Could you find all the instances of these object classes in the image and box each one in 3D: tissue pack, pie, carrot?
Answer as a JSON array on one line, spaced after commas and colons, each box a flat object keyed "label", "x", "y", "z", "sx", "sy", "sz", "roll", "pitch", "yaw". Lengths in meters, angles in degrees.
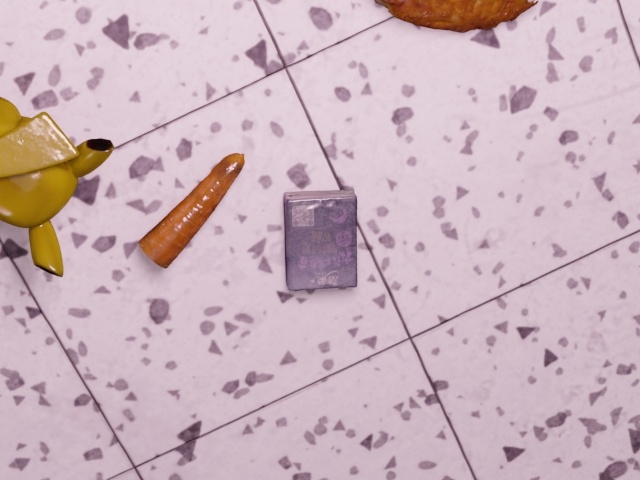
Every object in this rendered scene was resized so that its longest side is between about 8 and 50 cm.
[{"label": "tissue pack", "x": 0.000, "y": 0.000, "z": 1.994, "sx": 0.112, "sy": 0.051, "sz": 0.156, "roll": -3, "pitch": 112, "yaw": -6}, {"label": "pie", "x": 0.208, "y": -0.435, "z": 1.843, "sx": 0.308, "sy": 0.085, "sz": 0.308, "roll": -5, "pitch": 112, "yaw": -13}, {"label": "carrot", "x": -0.185, "y": -0.053, "z": 1.941, "sx": 0.061, "sy": 0.061, "sz": 0.209, "roll": 41, "pitch": 95, "yaw": -21}]

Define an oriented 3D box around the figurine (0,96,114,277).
[{"label": "figurine", "x": -0.452, "y": -0.125, "z": 1.805, "sx": 0.327, "sy": 0.169, "sz": 0.218, "roll": 30, "pitch": 108, "yaw": -18}]
